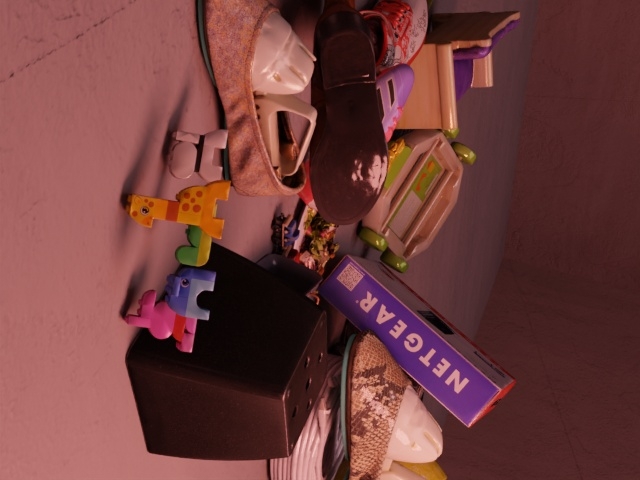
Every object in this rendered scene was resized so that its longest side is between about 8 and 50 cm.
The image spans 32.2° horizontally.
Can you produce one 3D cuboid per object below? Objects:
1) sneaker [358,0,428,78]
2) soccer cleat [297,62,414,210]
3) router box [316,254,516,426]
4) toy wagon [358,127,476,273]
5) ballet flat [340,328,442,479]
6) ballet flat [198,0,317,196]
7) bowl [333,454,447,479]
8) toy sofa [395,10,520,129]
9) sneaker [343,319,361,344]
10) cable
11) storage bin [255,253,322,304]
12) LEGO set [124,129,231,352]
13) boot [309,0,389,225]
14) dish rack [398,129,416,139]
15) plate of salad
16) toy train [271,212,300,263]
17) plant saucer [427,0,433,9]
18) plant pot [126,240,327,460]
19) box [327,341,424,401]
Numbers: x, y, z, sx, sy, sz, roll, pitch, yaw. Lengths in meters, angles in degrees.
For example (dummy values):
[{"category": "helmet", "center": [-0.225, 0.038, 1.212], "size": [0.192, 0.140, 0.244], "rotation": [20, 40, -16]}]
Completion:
[{"category": "sneaker", "center": [0.097, -0.314, 1.654], "size": [0.145, 0.090, 0.270], "rotation": [80, 31, -63]}, {"category": "soccer cleat", "center": [0.064, -0.139, 1.548], "size": [0.248, 0.095, 0.083], "rotation": [-49, 156, -11]}, {"category": "router box", "center": [0.175, 0.168, 1.914], "size": [0.082, 0.335, 0.301], "rotation": [-50, 167, 6]}, {"category": "toy wagon", "center": [0.162, -0.099, 2.010], "size": [0.267, 0.068, 0.344], "rotation": [-58, 149, -6]}, {"category": "ballet flat", "center": [0.105, 0.366, 1.792], "size": [0.164, 0.182, 0.483], "rotation": [-50, 151, -60]}, {"category": "ballet flat", "center": [-0.056, -0.166, 1.199], "size": [0.316, 0.106, 0.107], "rotation": [84, 25, -52]}, {"category": "bowl", "center": [0.076, 0.447, 2.097], "size": [0.156, 0.289, 0.289], "rotation": [62, 11, 10]}, {"category": "toy sofa", "center": [0.249, -0.312, 1.998], "size": [0.362, 0.177, 0.150], "rotation": [-47, 136, -63]}, {"category": "sneaker", "center": [0.072, 0.247, 2.135], "size": [0.132, 0.086, 0.229], "rotation": [178, -100, -67]}, {"category": "cable", "center": [-0.009, 0.315, 1.856], "size": [0.257, 0.089, 0.257], "rotation": [-19, 123, -73]}, {"category": "storage bin", "center": [-0.059, 0.090, 1.473], "size": [0.135, 0.098, 0.091], "rotation": [-42, 154, -64]}, {"category": "LEGO set", "center": [-0.148, -0.005, 1.082], "size": [0.087, 0.093, 0.227], "rotation": [-171, -89, -74]}, {"category": "boot", "center": [0.019, -0.188, 1.388], "size": [0.280, 0.096, 0.264], "rotation": [-96, 178, -62]}, {"category": "dish rack", "center": [0.198, -0.158, 2.201], "size": [0.271, 0.074, 0.208], "rotation": [81, 27, -55]}, {"category": "plate of salad", "center": [0.000, 0.000, 1.672], "size": [0.200, 0.048, 0.200], "rotation": [14, 90, -76]}, {"category": "toy train", "center": [-0.047, 0.026, 1.545], "size": [0.027, 0.036, 0.158], "rotation": [-60, 159, -45]}, {"category": "plant saucer", "center": [0.162, -0.462, 1.840], "size": [0.188, 0.045, 0.188], "rotation": [85, 25, -51]}, {"category": "plant pot", "center": [-0.090, 0.140, 1.244], "size": [0.188, 0.167, 0.187], "rotation": [90, 21, -47]}, {"category": "box", "center": [0.089, 0.284, 2.001], "size": [0.077, 0.180, 0.147], "rotation": [-44, 145, -60]}]
